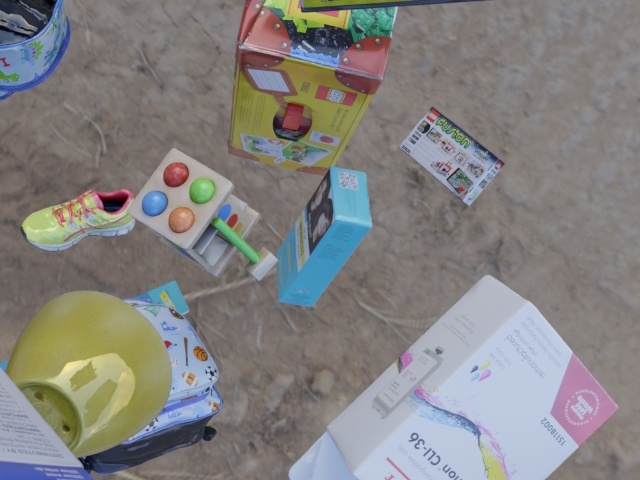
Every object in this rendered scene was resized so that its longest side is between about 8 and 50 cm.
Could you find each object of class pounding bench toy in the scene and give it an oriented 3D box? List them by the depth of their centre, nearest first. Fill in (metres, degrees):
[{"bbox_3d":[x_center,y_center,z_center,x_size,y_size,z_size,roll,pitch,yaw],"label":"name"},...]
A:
[{"bbox_3d":[-0.070,-0.011,0.587,0.052,0.083,0.065,-56,157,-9],"label":"pounding bench toy"}]

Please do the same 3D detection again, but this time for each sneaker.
[{"bbox_3d":[-0.412,-0.048,1.569,0.208,0.081,0.094,-17,153,-36],"label":"sneaker"}]

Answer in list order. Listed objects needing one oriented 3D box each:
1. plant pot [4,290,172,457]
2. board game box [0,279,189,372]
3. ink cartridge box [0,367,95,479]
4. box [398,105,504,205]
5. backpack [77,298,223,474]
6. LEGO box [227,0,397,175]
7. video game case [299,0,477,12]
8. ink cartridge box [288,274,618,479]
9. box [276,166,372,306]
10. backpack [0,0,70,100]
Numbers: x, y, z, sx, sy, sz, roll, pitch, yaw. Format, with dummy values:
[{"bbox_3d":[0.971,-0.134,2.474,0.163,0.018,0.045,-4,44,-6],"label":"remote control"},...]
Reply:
[{"bbox_3d":[-0.198,0.120,0.727,0.134,0.095,0.134,4,110,11],"label":"plant pot"},{"bbox_3d":[-0.449,0.196,1.819,0.253,0.336,0.079,-27,91,21],"label":"board game box"},{"bbox_3d":[-0.241,0.062,0.424,0.185,0.311,0.065,23,96,-51],"label":"ink cartridge box"},{"bbox_3d":[0.268,-0.176,1.884,0.114,0.207,0.036,-50,145,9],"label":"box"},{"bbox_3d":[-0.316,0.222,1.517,0.276,0.263,0.213,-7,137,-47],"label":"backpack"},{"bbox_3d":[-0.008,-0.349,1.394,0.193,0.500,0.373,12,79,-5],"label":"LEGO box"},{"bbox_3d":[0.101,-0.362,0.980,0.274,0.035,0.248,-3,141,4],"label":"video game case"},{"bbox_3d":[0.088,0.136,0.621,0.198,0.067,0.115,-44,112,-1],"label":"ink cartridge box"},{"bbox_3d":[0.000,0.000,1.408,0.060,0.101,0.244,9,144,-20],"label":"box"},{"bbox_3d":[-0.227,-0.145,0.606,0.114,0.105,0.084,11,146,-1],"label":"backpack"}]
